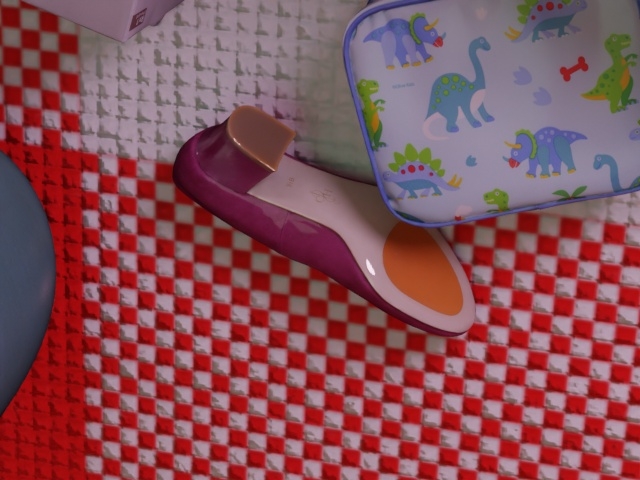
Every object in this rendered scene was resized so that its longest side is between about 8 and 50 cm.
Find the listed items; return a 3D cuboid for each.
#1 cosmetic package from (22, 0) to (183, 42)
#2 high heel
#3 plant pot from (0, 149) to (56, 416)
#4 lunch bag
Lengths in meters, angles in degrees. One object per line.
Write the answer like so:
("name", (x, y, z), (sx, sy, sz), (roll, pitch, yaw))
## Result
("cosmetic package", (-0.206, -0.237, 1.302), (0.238, 0.127, 0.107), (20, 116, 7))
("high heel", (0.000, 0.000, 1.376), (0.244, 0.082, 0.117), (34, 150, -13))
("plant pot", (-0.331, 0.033, 1.388), (0.293, 0.235, 0.293), (6, 112, 16))
("lunch bag", (0.134, -0.111, 1.265), (0.219, 0.090, 0.176), (-10, 109, 21))
